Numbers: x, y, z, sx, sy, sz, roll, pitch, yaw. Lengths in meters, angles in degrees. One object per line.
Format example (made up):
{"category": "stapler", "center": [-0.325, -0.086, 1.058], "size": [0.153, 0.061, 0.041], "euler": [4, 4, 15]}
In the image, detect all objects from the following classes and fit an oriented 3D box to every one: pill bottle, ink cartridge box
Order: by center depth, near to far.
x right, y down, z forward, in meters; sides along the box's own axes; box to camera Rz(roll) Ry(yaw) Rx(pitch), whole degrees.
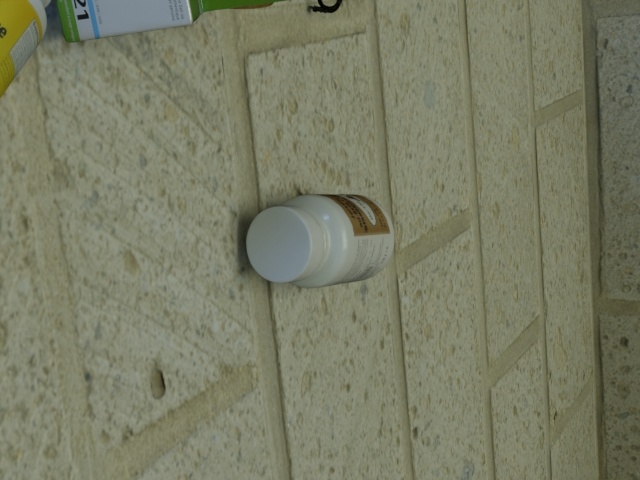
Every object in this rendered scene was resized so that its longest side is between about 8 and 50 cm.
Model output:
{"category": "pill bottle", "center": [-0.307, -0.183, 0.900], "size": [0.103, 0.103, 0.184], "euler": [60, 42, -43]}
{"category": "ink cartridge box", "center": [-0.140, -0.314, 1.024], "size": [0.097, 0.255, 0.188], "euler": [-86, 168, -71]}
{"category": "pill bottle", "center": [0.000, 0.000, 1.431], "size": [0.229, 0.131, 0.131], "euler": [-5, 96, -61]}

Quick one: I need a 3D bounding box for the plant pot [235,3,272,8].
{"category": "plant pot", "center": [-0.101, -0.401, 1.163], "size": [0.237, 0.237, 0.254], "euler": [-33, 133, -56]}

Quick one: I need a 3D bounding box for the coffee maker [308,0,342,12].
{"category": "coffee maker", "center": [-0.007, -0.408, 1.406], "size": [0.178, 0.120, 0.171], "euler": [-13, 104, -59]}
